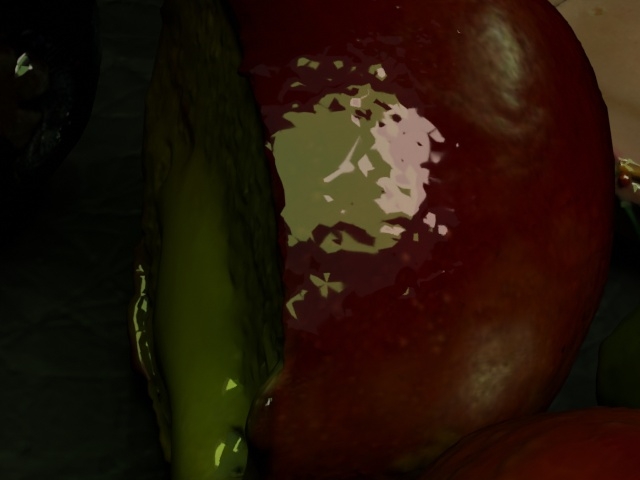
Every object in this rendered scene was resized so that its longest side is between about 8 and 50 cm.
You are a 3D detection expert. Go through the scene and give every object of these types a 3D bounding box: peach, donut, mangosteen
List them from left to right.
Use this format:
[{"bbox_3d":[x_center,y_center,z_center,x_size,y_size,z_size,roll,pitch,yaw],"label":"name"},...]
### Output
[{"bbox_3d":[-0.235,-0.107,0.976,0.243,0.243,0.243,4,48,-5],"label":"mangosteen"},{"bbox_3d":[0.000,0.000,0.879,0.281,0.281,0.338,24,55,13],"label":"peach"},{"bbox_3d":[0.214,-0.074,1.091,0.199,0.085,0.233,-22,55,-27],"label":"donut"}]

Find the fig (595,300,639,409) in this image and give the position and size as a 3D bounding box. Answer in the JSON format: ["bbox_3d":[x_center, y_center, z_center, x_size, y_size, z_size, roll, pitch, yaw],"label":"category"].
[{"bbox_3d":[0.289,0.072,0.846,0.316,0.316,0.316,4,48,-5],"label":"fig"}]

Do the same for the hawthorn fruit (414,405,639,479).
[{"bbox_3d":[0.104,0.193,0.669,0.287,0.330,0.287,4,67,-10],"label":"hawthorn fruit"}]
